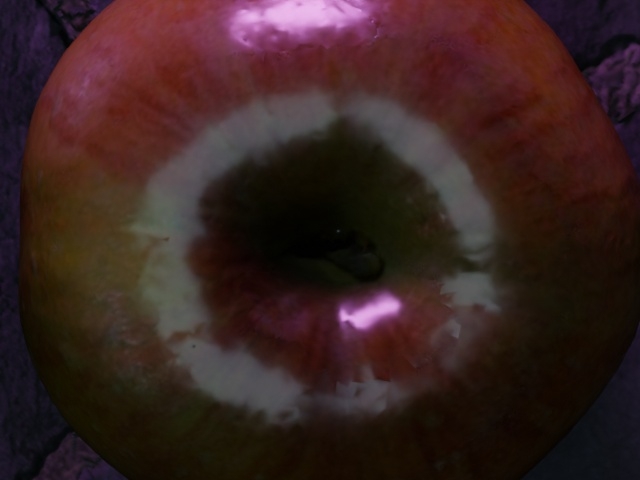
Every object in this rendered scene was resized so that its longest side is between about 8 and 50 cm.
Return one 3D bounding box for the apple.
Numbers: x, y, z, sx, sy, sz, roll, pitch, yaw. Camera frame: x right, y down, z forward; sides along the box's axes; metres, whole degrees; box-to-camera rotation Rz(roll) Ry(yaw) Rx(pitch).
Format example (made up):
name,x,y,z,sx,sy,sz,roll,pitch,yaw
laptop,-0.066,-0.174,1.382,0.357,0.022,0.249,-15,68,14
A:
name,x,y,z,sx,sy,sz,roll,pitch,yaw
apple,0.000,0.000,1.109,0.400,0.333,0.400,0,92,-3
